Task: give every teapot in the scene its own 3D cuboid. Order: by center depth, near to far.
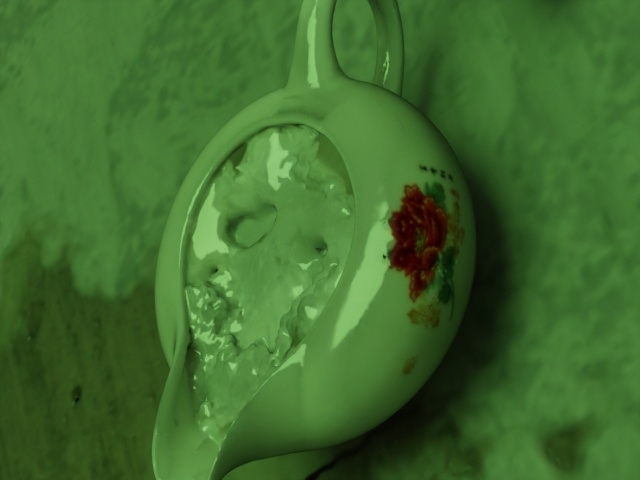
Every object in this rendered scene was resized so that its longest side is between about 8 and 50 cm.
[{"bbox_3d":[0.000,0.000,0.695,0.145,0.092,0.226,1,75,40],"label":"teapot"}]
